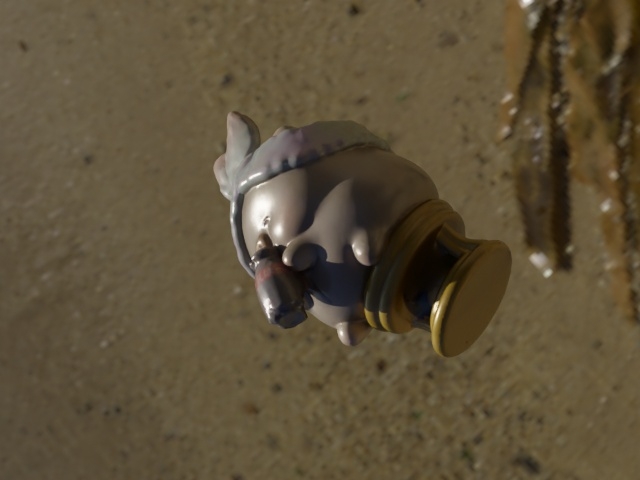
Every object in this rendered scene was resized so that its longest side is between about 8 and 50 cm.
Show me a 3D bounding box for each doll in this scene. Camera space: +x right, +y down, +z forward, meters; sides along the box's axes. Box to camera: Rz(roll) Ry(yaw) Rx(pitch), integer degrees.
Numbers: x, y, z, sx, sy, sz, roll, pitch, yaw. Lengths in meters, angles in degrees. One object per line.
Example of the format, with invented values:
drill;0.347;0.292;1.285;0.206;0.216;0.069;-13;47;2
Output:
doll;0.000;0.000;0.639;0.127;0.084;0.073;29;144;25
